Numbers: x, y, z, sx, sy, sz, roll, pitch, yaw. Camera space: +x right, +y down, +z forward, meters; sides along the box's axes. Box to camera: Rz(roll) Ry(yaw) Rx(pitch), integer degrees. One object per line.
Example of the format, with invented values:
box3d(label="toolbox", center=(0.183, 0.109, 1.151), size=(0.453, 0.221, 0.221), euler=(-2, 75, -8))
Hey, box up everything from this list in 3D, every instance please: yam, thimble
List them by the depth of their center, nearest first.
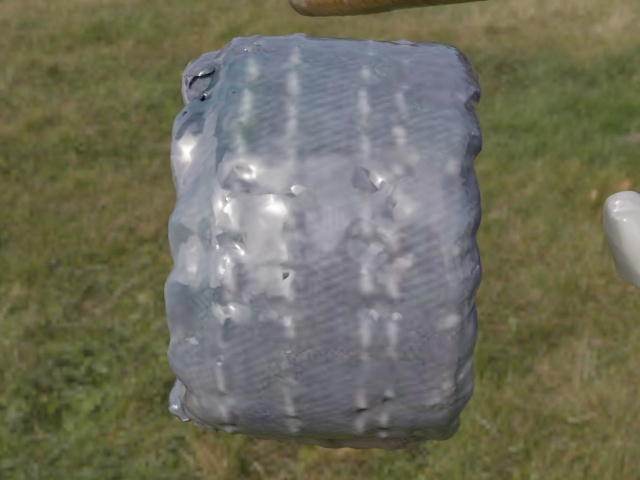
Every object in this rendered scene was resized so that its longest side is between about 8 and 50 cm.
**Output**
box3d(label="thimble", center=(0.000, 0.000, 0.726), size=(0.172, 0.236, 0.205), euler=(1, -7, 2))
box3d(label="yam", center=(0.053, -0.202, 1.004), size=(0.046, 0.046, 0.264), euler=(-13, 13, -30))

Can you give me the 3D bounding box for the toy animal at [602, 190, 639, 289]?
box3d(label="toy animal", center=(0.322, -0.046, 0.783), size=(0.206, 0.265, 0.271), euler=(7, 24, -17))
